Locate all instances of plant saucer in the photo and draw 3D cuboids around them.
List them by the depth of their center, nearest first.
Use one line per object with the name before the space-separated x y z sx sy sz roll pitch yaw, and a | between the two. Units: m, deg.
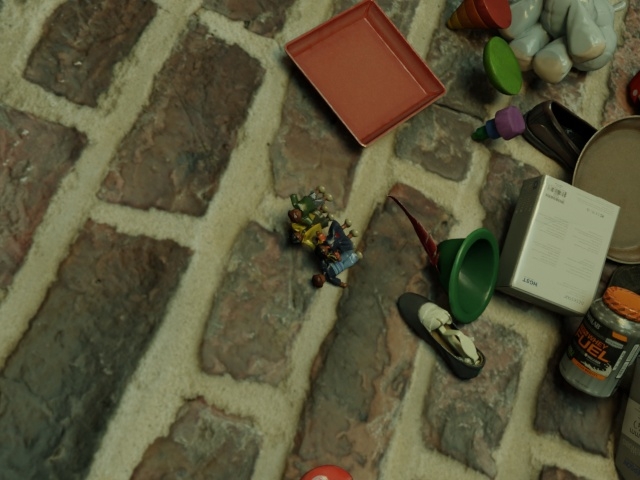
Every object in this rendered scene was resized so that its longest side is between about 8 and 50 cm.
plant saucer | 0.087 -0.334 1.784 0.258 0.048 0.259 -36 85 -29
plant saucer | 0.652 -0.106 1.866 0.311 0.050 0.310 -1 93 -19

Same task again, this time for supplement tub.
supplement tub | 0.539 0.189 1.659 0.117 0.190 0.117 16 24 -8

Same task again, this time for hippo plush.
hippo plush | 0.541 -0.485 1.971 0.236 0.234 0.294 -2 86 -55

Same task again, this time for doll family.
doll family | 0.000 0.000 1.598 0.193 0.076 0.111 50 55 0

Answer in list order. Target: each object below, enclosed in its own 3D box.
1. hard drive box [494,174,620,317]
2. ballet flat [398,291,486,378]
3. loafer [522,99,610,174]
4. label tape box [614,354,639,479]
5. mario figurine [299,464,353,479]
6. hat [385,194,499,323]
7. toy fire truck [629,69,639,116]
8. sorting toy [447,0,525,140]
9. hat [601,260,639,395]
hard drive box | 0.461 0.013 1.731 0.181 0.089 0.232 22 81 -13
ballet flat | 0.230 0.167 1.624 0.074 0.074 0.203 -39 87 -30
loafer | 0.574 -0.197 1.896 0.302 0.095 0.109 30 59 -8
label tape box | 0.693 0.389 1.679 0.241 0.106 0.333 3 103 -21
mario figurine | 0.073 0.491 1.366 0.320 0.170 0.198 56 26 -2
hat | 0.224 0.039 1.699 0.173 0.183 0.208 11 91 -52
toy fire truck | 0.829 -0.389 2.067 0.217 0.158 0.246 10 46 -24
sorting toy | 0.339 -0.371 1.870 0.127 0.126 0.365 13 66 -47
hat | 0.718 0.179 1.782 0.331 0.134 0.331 8 67 -20
